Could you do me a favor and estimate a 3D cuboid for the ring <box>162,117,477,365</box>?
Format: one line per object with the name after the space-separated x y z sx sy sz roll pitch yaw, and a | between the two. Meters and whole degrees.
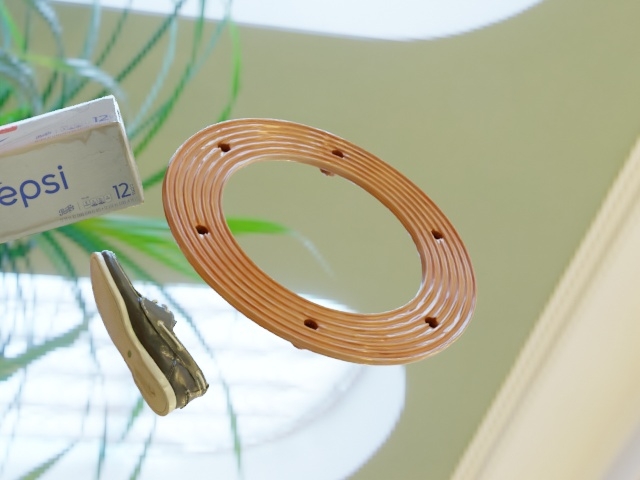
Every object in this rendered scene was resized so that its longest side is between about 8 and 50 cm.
0.000 0.000 1.427 0.032 0.336 0.337 -59 -149 36 | ring

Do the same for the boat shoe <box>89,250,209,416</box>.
-0.226 0.112 1.849 0.233 0.079 0.084 58 -31 13 | boat shoe

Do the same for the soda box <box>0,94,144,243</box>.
-0.333 -0.058 1.481 0.091 0.286 0.098 -116 -170 -64 | soda box
